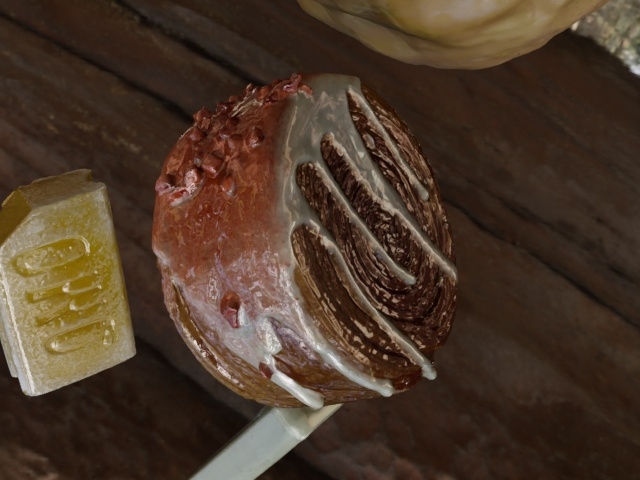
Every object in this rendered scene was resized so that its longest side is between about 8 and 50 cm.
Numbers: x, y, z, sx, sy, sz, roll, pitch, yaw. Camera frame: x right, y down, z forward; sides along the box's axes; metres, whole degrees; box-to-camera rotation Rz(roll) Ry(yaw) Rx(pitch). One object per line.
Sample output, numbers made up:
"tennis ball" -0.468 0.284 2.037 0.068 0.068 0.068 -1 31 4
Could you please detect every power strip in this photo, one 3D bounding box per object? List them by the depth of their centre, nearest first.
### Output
"power strip" -0.059 0.194 0.776 0.046 0.270 0.118 50 -143 8

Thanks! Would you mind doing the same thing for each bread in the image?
"bread" 0.000 0.000 0.381 0.073 0.160 0.160 -14 179 36

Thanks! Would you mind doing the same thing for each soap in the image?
"soap" -0.294 0.048 0.912 0.140 0.232 0.073 -22 -144 -30

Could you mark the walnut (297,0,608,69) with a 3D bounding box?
"walnut" 0.064 -0.283 0.476 0.383 0.383 0.383 17 -159 -7
